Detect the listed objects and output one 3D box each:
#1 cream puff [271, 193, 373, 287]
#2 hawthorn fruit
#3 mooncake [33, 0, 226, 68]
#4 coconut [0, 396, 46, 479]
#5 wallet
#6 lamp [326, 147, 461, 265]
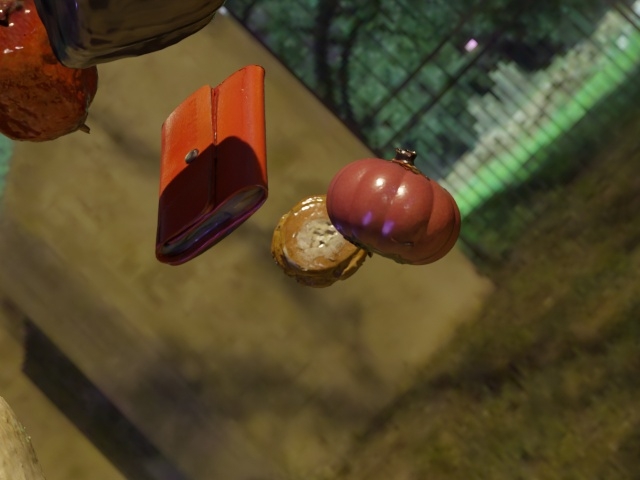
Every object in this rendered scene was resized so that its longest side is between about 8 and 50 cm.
[{"bbox_3d":[0.001,0.003,1.967,0.144,0.126,0.103,-21,-10,-8],"label":"cream puff"},{"bbox_3d":[-0.328,-0.199,1.554,0.173,0.179,0.173,-29,-4,-2],"label":"hawthorn fruit"},{"bbox_3d":[-0.177,-0.298,1.147,0.154,0.306,0.306,-16,-12,-12],"label":"mooncake"},{"bbox_3d":[-0.539,0.323,1.732,0.404,0.404,0.404,-45,-5,-5],"label":"coconut"},{"bbox_3d":[-0.112,-0.083,1.428,0.142,0.045,0.204,-34,37,25],"label":"wallet"},{"bbox_3d":[0.098,-0.045,1.808,0.182,0.182,0.140,63,-128,-84],"label":"lamp"}]
